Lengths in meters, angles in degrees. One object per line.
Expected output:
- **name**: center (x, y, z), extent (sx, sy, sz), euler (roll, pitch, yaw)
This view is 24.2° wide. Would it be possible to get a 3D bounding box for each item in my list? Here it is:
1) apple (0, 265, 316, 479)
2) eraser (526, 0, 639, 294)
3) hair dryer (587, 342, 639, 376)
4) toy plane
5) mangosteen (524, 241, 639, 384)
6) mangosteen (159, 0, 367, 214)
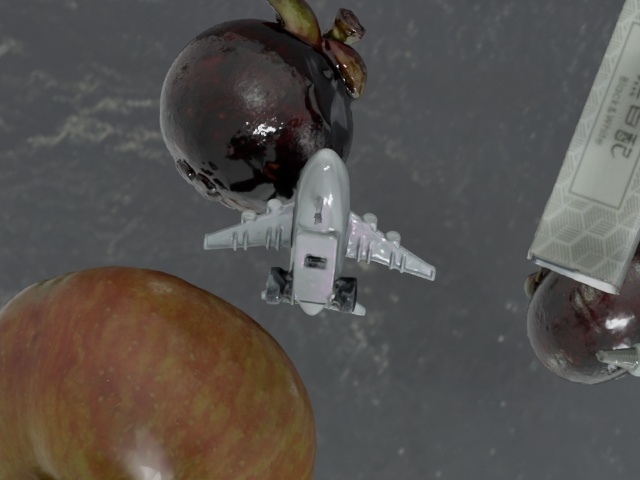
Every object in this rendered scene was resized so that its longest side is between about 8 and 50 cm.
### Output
- **apple**: center (-0.157, 0.177, 1.279), extent (0.309, 0.250, 0.277), euler (15, 144, -5)
- **eraser**: center (0.324, -0.151, 1.476), extent (0.098, 0.096, 0.404), euler (21, 90, 13)
- **hair dryer**: center (0.301, 0.102, 1.169), extent (0.155, 0.183, 0.044), euler (6, 90, 54)
- **toy plane**: center (-0.001, 0.004, 1.551), extent (0.251, 0.101, 0.255), euler (8, 143, 2)
- **mangosteen**: center (0.371, 0.076, 1.959), extent (0.216, 0.216, 0.216), euler (17, 133, 20)
- **mangosteen**: center (-0.050, -0.156, 1.646), extent (0.228, 0.265, 0.228), euler (42, 170, 9)
